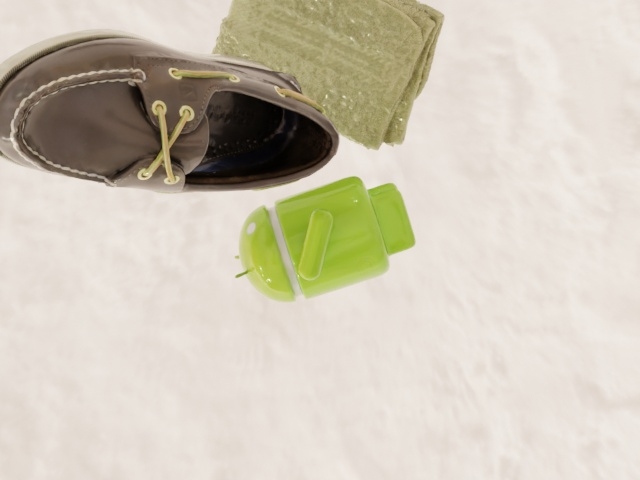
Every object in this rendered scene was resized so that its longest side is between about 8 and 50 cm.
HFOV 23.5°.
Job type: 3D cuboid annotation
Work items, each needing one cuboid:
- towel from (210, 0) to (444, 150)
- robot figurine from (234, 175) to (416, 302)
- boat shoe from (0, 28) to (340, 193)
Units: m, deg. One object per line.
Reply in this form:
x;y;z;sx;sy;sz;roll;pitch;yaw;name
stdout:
0.003;-0.132;1.041;0.148;0.027;0.110;23;114;5;towel
0.000;0.000;0.974;0.115;0.101;0.067;-18;103;0;robot figurine
-0.081;-0.066;0.841;0.068;0.227;0.081;32;114;35;boat shoe
